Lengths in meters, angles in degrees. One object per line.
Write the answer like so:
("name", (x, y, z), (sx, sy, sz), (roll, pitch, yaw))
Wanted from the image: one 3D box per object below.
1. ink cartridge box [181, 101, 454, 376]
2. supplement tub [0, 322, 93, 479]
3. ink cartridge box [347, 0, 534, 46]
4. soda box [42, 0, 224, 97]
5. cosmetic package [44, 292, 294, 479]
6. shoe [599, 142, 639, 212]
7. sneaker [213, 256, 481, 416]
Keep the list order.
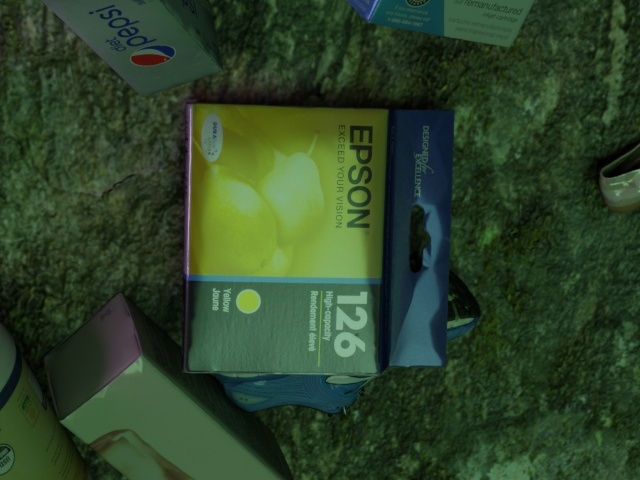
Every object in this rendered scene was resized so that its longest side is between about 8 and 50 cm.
("ink cartridge box", (0.000, 0.000, 1.898), (0.307, 0.072, 0.304), (1, 96, -5))
("supplement tub", (-0.391, 0.260, 1.915), (0.228, 0.228, 0.316), (-25, 122, -1))
("ink cartridge box", (0.130, -0.367, 1.693), (0.198, 0.197, 0.270), (4, 124, -37))
("soda box", (-0.191, -0.241, 1.675), (0.098, 0.091, 0.286), (-17, 161, 12))
("cosmetic package", (-0.174, 0.221, 2.000), (0.129, 0.153, 0.296), (-39, 120, 6))
("shoe", (0.433, -0.106, 2.034), (0.219, 0.076, 0.058), (-28, 127, 3))
("sneaker", (0.031, 0.122, 2.037), (0.330, 0.130, 0.147), (-14, 136, -5))
